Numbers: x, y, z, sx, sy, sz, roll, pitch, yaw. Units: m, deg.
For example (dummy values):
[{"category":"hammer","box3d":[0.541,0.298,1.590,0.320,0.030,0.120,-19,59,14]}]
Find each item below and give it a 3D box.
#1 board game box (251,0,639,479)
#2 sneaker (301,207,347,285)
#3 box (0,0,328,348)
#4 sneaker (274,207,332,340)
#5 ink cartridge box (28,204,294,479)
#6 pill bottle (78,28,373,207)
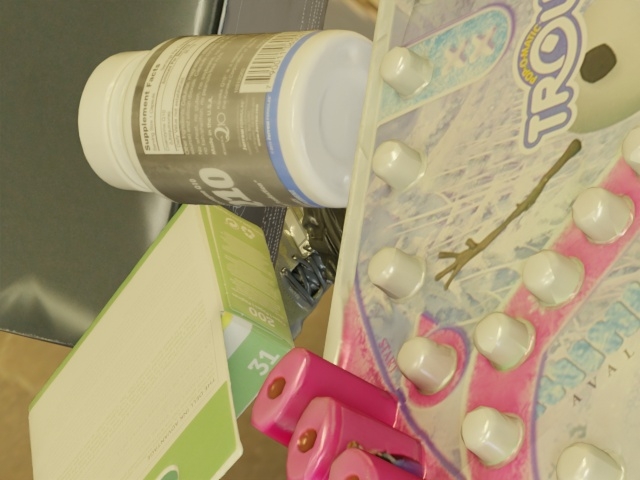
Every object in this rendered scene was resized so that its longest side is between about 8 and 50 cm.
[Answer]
[{"category":"board game box","box3d":[0.143,-0.105,0.549,0.050,0.390,0.390,32,54,-35]},{"category":"sneaker","box3d":[0.091,0.016,1.016,0.271,0.100,0.108,47,34,-5]},{"category":"box","box3d":[-0.139,-0.097,1.364,0.212,0.294,0.395,12,5,7]},{"category":"sneaker","box3d":[0.000,0.000,2.161,0.111,0.121,0.300,49,52,-29]},{"category":"ink cartridge box","box3d":[-0.083,0.103,1.025,0.056,0.171,0.235,29,22,-26]},{"category":"pill bottle","box3d":[-0.039,-0.054,0.896,0.078,0.137,0.078,-3,94,-50]}]
